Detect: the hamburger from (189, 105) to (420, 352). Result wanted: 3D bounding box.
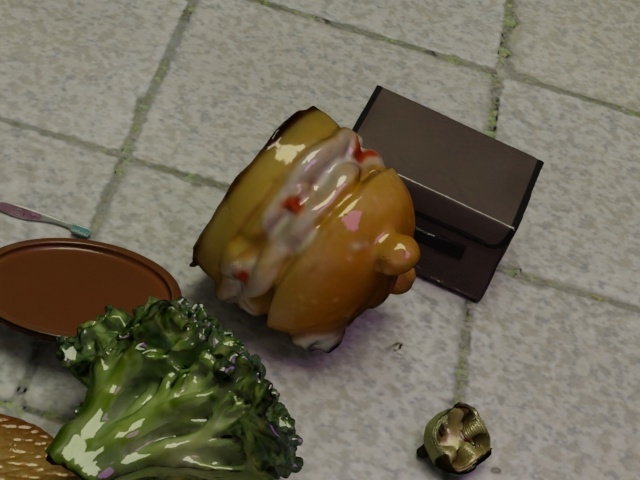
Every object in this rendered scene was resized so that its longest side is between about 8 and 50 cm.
[{"bbox_3d":[0.000,0.000,1.973,0.237,0.276,0.276,39,41,7],"label":"hamburger"}]

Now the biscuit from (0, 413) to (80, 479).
[{"bbox_3d":[-0.365,0.239,1.712,0.224,0.033,0.144,5,38,-16],"label":"biscuit"}]

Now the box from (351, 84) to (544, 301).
[{"bbox_3d":[0.148,-0.062,2.182,0.252,0.153,0.188,23,40,5],"label":"box"}]

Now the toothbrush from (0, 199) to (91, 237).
[{"bbox_3d":[-0.388,-0.040,2.056,0.204,0.017,0.022,19,19,1],"label":"toothbrush"}]

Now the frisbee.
[{"bbox_3d":[-0.290,0.060,1.925,0.250,0.021,0.251,8,24,-4],"label":"frisbee"}]

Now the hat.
[{"bbox_3d":[0.155,0.236,1.900,0.077,0.059,0.076,-31,92,-33],"label":"hat"}]

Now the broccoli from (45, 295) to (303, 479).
[{"bbox_3d":[-0.171,0.195,1.705,0.245,0.288,0.248,-41,107,-24],"label":"broccoli"}]
